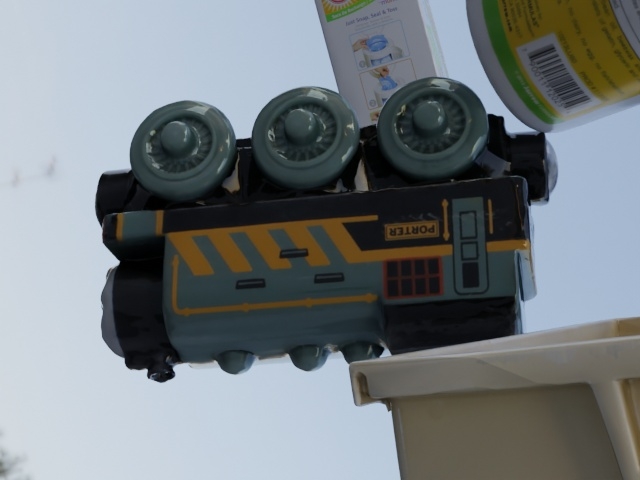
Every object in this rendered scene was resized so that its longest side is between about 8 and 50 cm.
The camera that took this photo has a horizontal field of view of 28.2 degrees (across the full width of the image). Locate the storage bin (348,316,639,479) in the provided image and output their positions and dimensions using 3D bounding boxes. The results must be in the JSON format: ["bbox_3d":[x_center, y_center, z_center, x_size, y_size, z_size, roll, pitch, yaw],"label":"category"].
[{"bbox_3d":[0.187,0.075,0.382,0.260,0.262,0.123,-9,-95,26],"label":"storage bin"}]

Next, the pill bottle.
[{"bbox_3d":[0.228,-0.167,0.803,0.245,0.136,0.136,-19,-93,38],"label":"pill bottle"}]

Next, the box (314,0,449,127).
[{"bbox_3d":[0.070,-0.187,1.305,0.114,0.103,0.203,-17,92,-78],"label":"box"}]

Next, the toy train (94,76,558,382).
[{"bbox_3d":[0.000,0.000,0.886,0.142,0.333,0.190,67,21,-64],"label":"toy train"}]
